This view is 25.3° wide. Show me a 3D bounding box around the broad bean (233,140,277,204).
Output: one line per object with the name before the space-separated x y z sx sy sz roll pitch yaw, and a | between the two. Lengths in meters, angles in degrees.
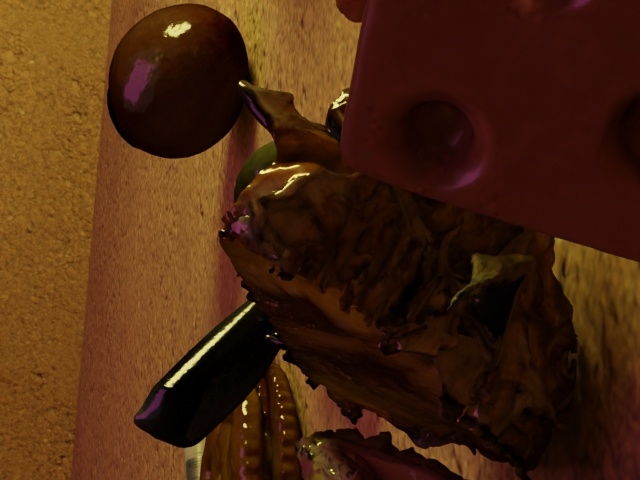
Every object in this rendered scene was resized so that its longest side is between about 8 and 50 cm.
broad bean | -0.003 0.001 1.110 0.207 0.072 0.153 -125 36 -48

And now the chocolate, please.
chocolate | -0.142 -0.175 1.515 0.177 0.176 0.177 -177 90 -75

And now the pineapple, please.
pineapple | 0.068 0.014 0.694 0.161 0.158 0.334 -53 -29 -13

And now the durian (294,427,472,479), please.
durian | 0.082 0.178 0.632 0.191 0.112 0.341 70 164 -5

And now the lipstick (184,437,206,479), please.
lipstick | -0.128 0.273 1.563 0.040 0.040 0.141 113 156 -52

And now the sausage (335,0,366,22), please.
sausage | 0.034 -0.196 1.043 0.083 0.034 0.034 114 154 -52

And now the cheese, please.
cheese | 0.134 -0.087 0.517 0.177 0.203 0.128 -55 -22 -53

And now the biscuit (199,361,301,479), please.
biscuit | -0.068 0.218 1.292 0.220 0.066 0.220 -176 90 -75

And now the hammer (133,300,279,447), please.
hammer | -0.006 0.016 0.811 0.290 0.037 0.137 -45 -27 -43
